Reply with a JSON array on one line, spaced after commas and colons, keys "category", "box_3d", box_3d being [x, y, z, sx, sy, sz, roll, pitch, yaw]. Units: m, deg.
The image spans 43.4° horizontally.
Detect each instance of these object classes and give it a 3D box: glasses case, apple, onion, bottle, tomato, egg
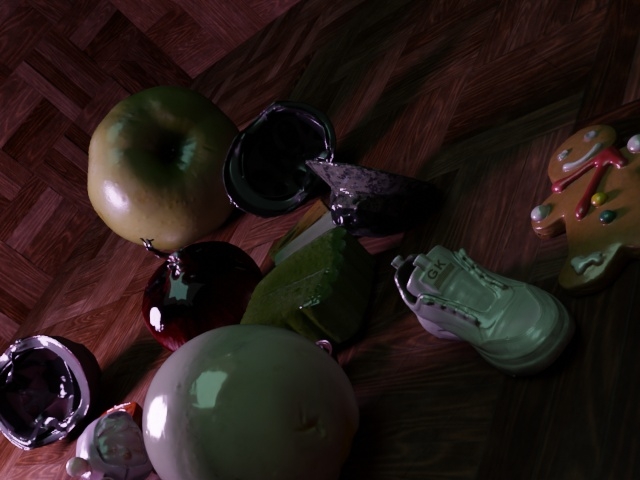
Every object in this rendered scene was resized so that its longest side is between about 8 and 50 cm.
[{"category": "glasses case", "box_3d": [-0.038, -0.009, 1.768, 0.170, 0.041, 0.064, -45, 35, 6]}, {"category": "apple", "box_3d": [-0.428, -0.193, 2.248, 0.473, 0.473, 0.473, -38, 25, 22]}, {"category": "onion", "box_3d": [-0.264, 0.099, 1.715, 0.273, 0.285, 0.273, -17, 38, 14]}, {"category": "bottle", "box_3d": [0.000, 0.000, 1.648, 0.201, 0.072, 0.072, -37, 25, 23]}, {"category": "tomato", "box_3d": [-0.438, 0.435, 1.714, 0.166, 0.082, 0.174, -22, 30, 38]}, {"category": "egg", "box_3d": [-0.116, 0.263, 1.175, 0.345, 0.283, 0.283, -13, 41, 48]}]

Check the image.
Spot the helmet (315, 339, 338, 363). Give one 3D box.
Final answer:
[{"category": "helmet", "box_3d": [-0.008, 0.222, 1.334, 0.111, 0.057, 0.089, -38, 28, 11]}]

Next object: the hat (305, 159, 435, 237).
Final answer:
[{"category": "hat", "box_3d": [0.086, -0.071, 1.506, 0.265, 0.265, 0.128, 8, 91, 63]}]

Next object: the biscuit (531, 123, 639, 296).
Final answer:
[{"category": "biscuit", "box_3d": [0.384, -0.067, 1.124, 0.216, 0.047, 0.339, -33, 28, 28]}]

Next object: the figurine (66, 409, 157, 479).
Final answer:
[{"category": "figurine", "box_3d": [-0.383, 0.449, 1.508, 0.133, 0.200, 0.276, -52, 43, 35]}]

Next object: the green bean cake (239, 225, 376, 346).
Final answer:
[{"category": "green bean cake", "box_3d": [-0.025, 0.111, 1.461, 0.248, 0.125, 0.222, -28, 29, 32]}]

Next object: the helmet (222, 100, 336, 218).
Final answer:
[{"category": "helmet", "box_3d": [-0.094, -0.183, 1.934, 0.305, 0.225, 0.177, -47, -5, -2]}]

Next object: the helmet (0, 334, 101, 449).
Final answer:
[{"category": "helmet", "box_3d": [-0.680, 0.367, 2.057, 0.338, 0.271, 0.197, -40, -5, 18]}]

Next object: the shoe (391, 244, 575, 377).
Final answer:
[{"category": "shoe", "box_3d": [0.195, 0.074, 1.093, 0.124, 0.159, 0.316, -52, 21, -13]}]
